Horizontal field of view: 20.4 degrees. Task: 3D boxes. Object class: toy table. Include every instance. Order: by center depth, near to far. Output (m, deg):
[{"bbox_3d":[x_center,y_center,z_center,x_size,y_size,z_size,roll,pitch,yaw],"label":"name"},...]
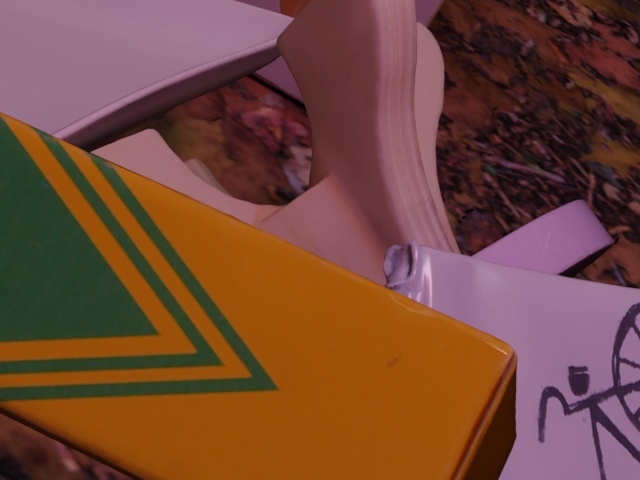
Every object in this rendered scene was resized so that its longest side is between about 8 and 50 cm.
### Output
[{"bbox_3d":[0.000,0.000,0.823,0.274,0.252,0.161,-24,76,-52],"label":"toy table"}]

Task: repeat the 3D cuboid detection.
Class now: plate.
[{"bbox_3d":[-0.190,-0.093,0.877,0.277,0.045,0.278,18,27,24],"label":"plate"}]

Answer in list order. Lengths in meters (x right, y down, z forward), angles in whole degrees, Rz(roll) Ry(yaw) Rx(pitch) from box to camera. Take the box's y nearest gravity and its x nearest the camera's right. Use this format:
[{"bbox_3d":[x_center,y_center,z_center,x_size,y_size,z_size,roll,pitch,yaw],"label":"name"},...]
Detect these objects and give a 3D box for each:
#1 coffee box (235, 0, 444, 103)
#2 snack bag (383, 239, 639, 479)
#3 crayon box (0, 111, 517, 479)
[{"bbox_3d":[-0.002,-0.344,1.144,0.334,0.338,0.338,30,33,-4],"label":"coffee box"},{"bbox_3d":[0.162,0.179,0.746,0.342,0.037,0.323,9,73,-32],"label":"snack bag"},{"bbox_3d":[-0.048,0.040,0.579,0.318,0.081,0.202,25,-9,10],"label":"crayon box"}]
